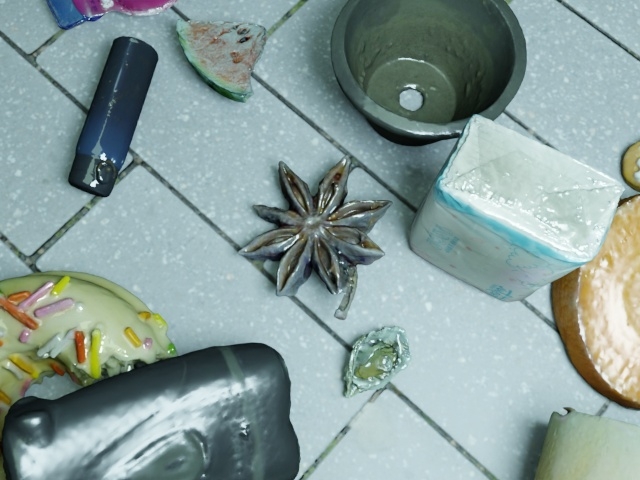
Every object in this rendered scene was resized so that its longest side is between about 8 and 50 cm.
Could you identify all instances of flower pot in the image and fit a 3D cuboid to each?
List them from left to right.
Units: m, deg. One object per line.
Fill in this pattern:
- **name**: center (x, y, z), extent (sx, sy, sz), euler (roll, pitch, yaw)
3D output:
- **flower pot**: center (0.144, -0.239, 0.964), extent (0.269, 0.166, 0.268), euler (1, 72, -3)

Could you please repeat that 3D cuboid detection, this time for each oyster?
- **oyster**: center (0.078, 0.168, 0.923), extent (0.100, 0.037, 0.098), euler (-1, 93, -22)

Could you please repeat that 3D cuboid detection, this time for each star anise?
- **star anise**: center (-0.001, 0.000, 0.936), extent (0.230, 0.081, 0.262), euler (-18, 65, -6)

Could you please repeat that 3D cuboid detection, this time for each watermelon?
- **watermelon**: center (-0.135, -0.283, 1.024), extent (0.139, 0.071, 0.187), euler (-32, 69, -16)

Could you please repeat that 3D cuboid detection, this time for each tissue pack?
- **tissue pack**: center (0.229, -0.026, 0.849), extent (0.201, 0.271, 0.124), euler (31, 77, 8)

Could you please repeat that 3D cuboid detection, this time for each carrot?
- **carrot**: center (0.460, 0.081, 0.914), extent (0.259, 0.100, 0.307), euler (13, 77, 6)

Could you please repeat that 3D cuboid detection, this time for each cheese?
- **cheese**: center (-0.314, -0.411, 1.056), extent (0.244, 0.062, 0.155), euler (-28, 76, -7)

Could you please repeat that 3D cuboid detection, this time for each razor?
- **razor**: center (-0.186, 0.243, 0.776), extent (0.349, 0.113, 0.204), euler (-9, 99, -32)

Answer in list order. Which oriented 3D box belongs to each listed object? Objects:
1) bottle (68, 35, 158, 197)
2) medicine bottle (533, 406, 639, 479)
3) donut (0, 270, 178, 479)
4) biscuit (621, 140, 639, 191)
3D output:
- **bottle**: center (-0.308, -0.183, 0.985), extent (0.082, 0.072, 0.244), euler (1, 71, 42)
- **medicine bottle**: center (0.330, 0.424, 0.744), extent (0.236, 0.235, 0.406), euler (20, 75, 4)
- **donut**: center (-0.387, 0.199, 0.840), extent (0.307, 0.150, 0.371), euler (28, 77, 7)
- **biscuit**: center (0.644, -0.112, 0.997), extent (0.340, 0.047, 0.216), euler (27, 77, 7)
